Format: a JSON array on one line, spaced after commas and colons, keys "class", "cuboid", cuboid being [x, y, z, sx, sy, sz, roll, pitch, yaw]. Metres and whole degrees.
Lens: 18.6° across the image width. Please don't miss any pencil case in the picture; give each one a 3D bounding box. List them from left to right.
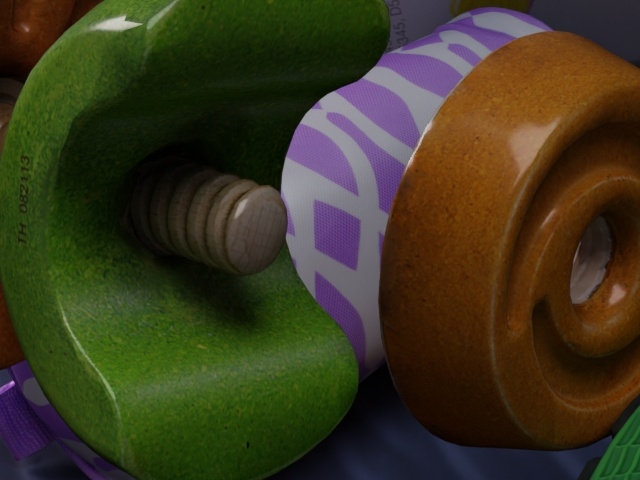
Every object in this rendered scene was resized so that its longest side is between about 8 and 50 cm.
[{"class": "pencil case", "cuboid": [0.000, 0.000, 0.594, 0.206, 0.086, 0.088, -30, 14, -33]}]

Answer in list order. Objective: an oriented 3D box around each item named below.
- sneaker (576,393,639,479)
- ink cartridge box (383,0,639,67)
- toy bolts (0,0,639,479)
[{"class": "sneaker", "cuboid": [0.107, 0.111, 0.386, 0.343, 0.134, 0.146, -42, 12, -32]}, {"class": "ink cartridge box", "cuboid": [0.057, -0.184, 0.686, 0.270, 0.197, 0.198, -11, 40, 8]}, {"class": "toy bolts", "cuboid": [-0.036, 0.038, 0.465, 0.158, 0.228, 0.218, 18, 15, 41]}]
